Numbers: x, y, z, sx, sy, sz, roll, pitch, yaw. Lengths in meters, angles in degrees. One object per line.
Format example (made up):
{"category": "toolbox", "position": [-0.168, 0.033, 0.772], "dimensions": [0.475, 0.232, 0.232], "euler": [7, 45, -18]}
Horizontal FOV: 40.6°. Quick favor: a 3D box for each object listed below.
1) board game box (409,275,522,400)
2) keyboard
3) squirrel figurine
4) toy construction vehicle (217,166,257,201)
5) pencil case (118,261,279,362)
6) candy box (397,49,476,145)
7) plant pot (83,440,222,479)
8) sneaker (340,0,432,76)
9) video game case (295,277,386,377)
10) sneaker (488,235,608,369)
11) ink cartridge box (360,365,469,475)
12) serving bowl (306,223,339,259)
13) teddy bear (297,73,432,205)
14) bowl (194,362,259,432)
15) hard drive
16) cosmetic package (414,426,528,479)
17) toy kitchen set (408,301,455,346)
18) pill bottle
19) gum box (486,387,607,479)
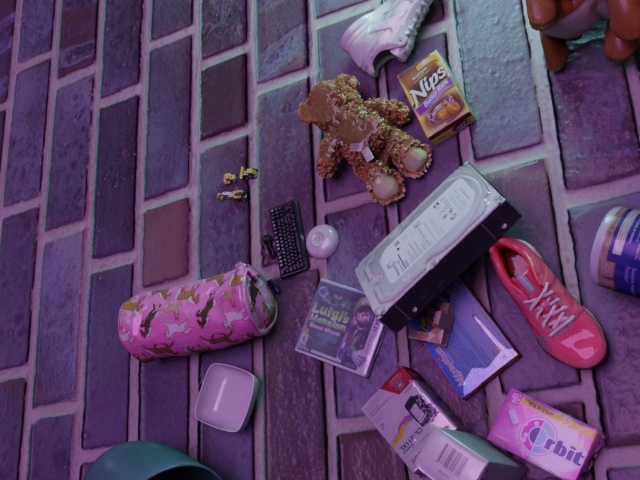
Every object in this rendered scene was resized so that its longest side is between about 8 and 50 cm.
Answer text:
{"category": "board game box", "position": [0.267, 0.168, 1.755], "dimensions": [0.145, 0.027, 0.281], "euler": [-41, 58, 12]}
{"category": "keyboard", "position": [-0.088, 0.001, 2.027], "dimensions": [0.108, 0.023, 0.180], "euler": [-22, 63, 23]}
{"category": "squirrel figurine", "position": [0.589, -0.554, 1.674], "dimensions": [0.370, 0.281, 0.397], "euler": [-10, 71, 21]}
{"category": "toy construction vehicle", "position": [-0.208, -0.141, 2.139], "dimensions": [0.098, 0.035, 0.086], "euler": [-1, 73, 31]}
{"category": "pencil case", "position": [-0.290, 0.172, 2.007], "dimensions": [0.386, 0.160, 0.167], "euler": [-16, 37, 26]}
{"category": "candy box", "position": [0.255, -0.316, 1.914], "dimensions": [0.109, 0.053, 0.186], "euler": [-32, 59, 19]}
{"category": "plant pot", "position": [-0.382, 0.567, 1.859], "dimensions": [0.235, 0.293, 0.293], "euler": [21, 85, 48]}
{"category": "sneaker", "position": [0.197, -0.502, 1.996], "dimensions": [0.305, 0.114, 0.152], "euler": [-40, 71, 18]}
{"category": "video game case", "position": [0.051, 0.187, 1.880], "dimensions": [0.190, 0.022, 0.173], "euler": [16, 82, 34]}
{"category": "sneaker", "position": [0.408, 0.114, 1.624], "dimensions": [0.116, 0.136, 0.314], "euler": [-42, 57, 13]}
{"category": "ink cartridge box", "position": [0.186, 0.355, 1.710], "dimensions": [0.127, 0.072, 0.175], "euler": [-48, 56, 7]}
{"category": "serving bowl", "position": [0.000, 0.000, 1.971], "dimensions": [0.083, 0.027, 0.083], "euler": [-11, 68, 28]}
{"category": "teddy bear", "position": [0.102, -0.227, 1.956], "dimensions": [0.338, 0.113, 0.245], "euler": [29, 96, 27]}
{"category": "bowl", "position": [-0.203, 0.356, 1.954], "dimensions": [0.142, 0.053, 0.142], "euler": [11, 79, 34]}
{"category": "hard drive", "position": [0.224, 0.007, 1.745], "dimensions": [0.339, 0.064, 0.237], "euler": [-45, 23, 11]}
{"category": "cosmetic package", "position": [0.272, 0.403, 1.546], "dimensions": [0.117, 0.231, 0.085], "euler": [31, 90, 35]}
{"category": "toy kitchen set", "position": [0.217, 0.160, 1.729], "dimensions": [0.075, 0.068, 0.083], "euler": [7, 77, 33]}
{"category": "pill bottle", "position": [0.623, 0.040, 1.511], "dimensions": [0.265, 0.153, 0.153], "euler": [17, 83, 34]}
{"category": "gum box", "position": [0.415, 0.360, 1.579], "dimensions": [0.188, 0.062, 0.107], "euler": [24, 87, 34]}
